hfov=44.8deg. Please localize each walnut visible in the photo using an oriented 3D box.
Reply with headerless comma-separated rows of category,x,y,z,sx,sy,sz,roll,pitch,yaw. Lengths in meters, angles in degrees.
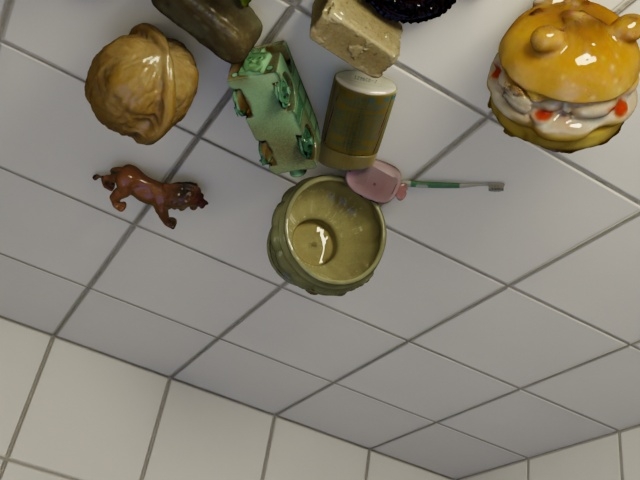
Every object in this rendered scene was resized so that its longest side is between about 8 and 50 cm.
walnut,-0.374,-0.331,1.645,0.224,0.257,0.257,-8,160,-37

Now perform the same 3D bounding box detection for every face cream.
face cream,0.077,-0.260,1.762,0.139,0.067,0.285,13,146,-1

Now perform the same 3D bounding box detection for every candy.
candy,-0.222,-0.455,1.527,0.234,0.104,0.102,33,145,-29

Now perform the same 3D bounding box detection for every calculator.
calculator,0.140,-0.144,1.906,0.165,0.024,0.103,21,103,-13

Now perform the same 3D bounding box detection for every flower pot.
flower pot,0.000,0.000,1.986,0.307,0.308,0.244,21,161,-16

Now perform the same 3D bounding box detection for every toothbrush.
toothbrush,0.324,-0.136,1.922,0.257,0.024,0.018,4,146,12

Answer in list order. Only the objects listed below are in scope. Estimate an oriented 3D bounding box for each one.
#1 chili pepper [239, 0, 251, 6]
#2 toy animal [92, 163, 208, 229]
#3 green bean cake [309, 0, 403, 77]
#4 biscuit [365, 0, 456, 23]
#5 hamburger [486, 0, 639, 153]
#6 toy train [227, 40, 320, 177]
chili pepper,-0.159,-0.530,1.444,0.050,0.052,0.202,31,155,24
toy animal,-0.457,-0.136,2.085,0.312,0.097,0.158,22,132,-13
green bean cake,0.069,-0.409,1.509,0.179,0.109,0.085,29,142,-24
biscuit,0.166,-0.478,1.429,0.194,0.053,0.195,8,147,5
hamburger,0.443,-0.320,1.407,0.276,0.276,0.237,5,145,7
toy train,-0.094,-0.281,1.702,0.129,0.159,0.326,-6,139,18
